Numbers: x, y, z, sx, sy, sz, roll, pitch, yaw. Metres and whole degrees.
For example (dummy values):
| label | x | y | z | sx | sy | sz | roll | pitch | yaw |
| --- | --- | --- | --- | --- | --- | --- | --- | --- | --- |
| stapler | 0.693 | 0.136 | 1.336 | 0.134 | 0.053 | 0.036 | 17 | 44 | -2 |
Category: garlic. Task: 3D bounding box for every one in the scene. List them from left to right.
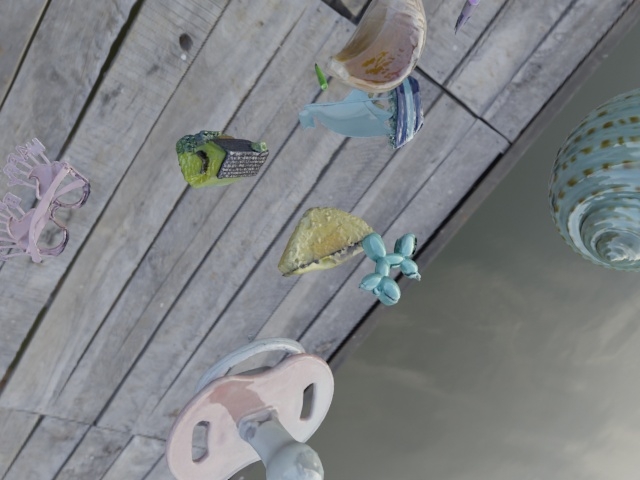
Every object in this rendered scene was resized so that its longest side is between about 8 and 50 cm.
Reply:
| label | x | y | z | sx | sy | sz | roll | pitch | yaw |
| --- | --- | --- | --- | --- | --- | --- | --- | --- | --- |
| garlic | 0.097 | -0.312 | 0.796 | 0.129 | 0.090 | 0.198 | 22 | 105 | -38 |

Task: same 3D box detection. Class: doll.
| label | x | y | z | sx | sy | sz | roll | pitch | yaw |
| --- | --- | --- | --- | --- | --- | --- | --- | --- | --- |
| doll | 0.146 | 0.060 | 1.167 | 0.160 | 0.158 | 0.059 | -6 | 165 | -25 |

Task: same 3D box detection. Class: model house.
| label | x | y | z | sx | sy | sz | roll | pitch | yaw |
| --- | --- | --- | --- | --- | --- | --- | --- | --- | --- |
| model house | -0.281 | -0.258 | 1.579 | 0.194 | 0.212 | 0.170 | -12 | 90 | -56 |

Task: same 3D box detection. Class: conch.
| label | x | y | z | sx | sy | sz | roll | pitch | yaw |
| --- | --- | --- | --- | --- | --- | --- | --- | --- | --- |
| conch | 0.300 | -0.068 | 0.543 | 0.131 | 0.199 | 0.172 | -2 | 142 | 15 |

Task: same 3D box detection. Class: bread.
| label | x | y | z | sx | sy | sz | roll | pitch | yaw |
| --- | --- | --- | --- | --- | --- | --- | --- | --- | --- |
| bread | 0.000 | 0.000 | 1.453 | 0.262 | 0.162 | 0.204 | -19 | 171 | -16 |

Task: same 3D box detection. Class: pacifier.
| label | x | y | z | sx | sy | sz | roll | pitch | yaw |
| --- | --- | --- | --- | --- | --- | --- | --- | --- | --- |
| pacifier | -0.099 | 0.324 | 0.934 | 0.332 | 0.273 | 0.220 | -9 | 155 | -34 |

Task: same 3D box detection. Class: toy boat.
| label | x | y | z | sx | sy | sz | roll | pitch | yaw |
| --- | --- | --- | --- | --- | --- | --- | --- | --- | --- |
| toy boat | 0.092 | -0.308 | 1.264 | 0.291 | 0.220 | 0.067 | -5 | 164 | -2 |

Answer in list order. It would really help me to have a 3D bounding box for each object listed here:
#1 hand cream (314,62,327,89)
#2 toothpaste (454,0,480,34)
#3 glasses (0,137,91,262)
| label | x | y | z | sx | sy | sz | roll | pitch | yaw |
| --- | --- | --- | --- | --- | --- | --- | --- | --- | --- |
| hand cream | 0.000 | -0.511 | 1.681 | 0.023 | 0.121 | 0.036 | -19 | 137 | 2 |
| toothpaste | 0.336 | -0.525 | 1.234 | 0.028 | 0.170 | 0.045 | 19 | 89 | 1 |
| glasses | -0.552 | -0.059 | 1.014 | 0.162 | 0.095 | 0.255 | 26 | 94 | -11 |
